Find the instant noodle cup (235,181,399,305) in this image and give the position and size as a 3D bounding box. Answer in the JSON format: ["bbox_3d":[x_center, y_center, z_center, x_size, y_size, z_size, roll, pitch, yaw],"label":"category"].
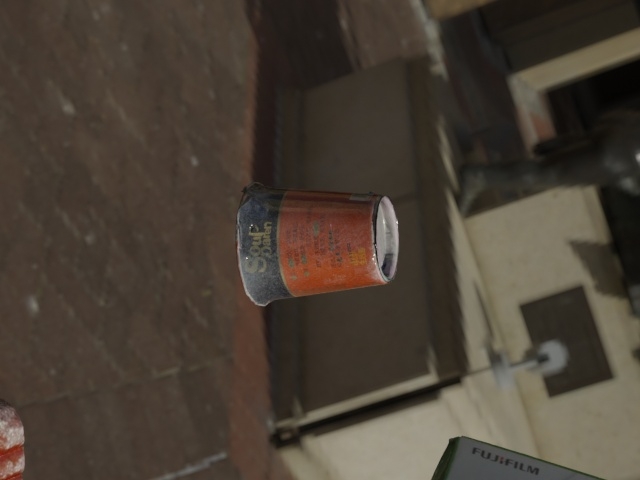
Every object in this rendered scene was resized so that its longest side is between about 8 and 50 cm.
[{"bbox_3d":[0.001,0.001,1.413,0.127,0.136,0.127,-3,90,-72],"label":"instant noodle cup"}]

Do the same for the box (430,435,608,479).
[{"bbox_3d":[0.126,0.235,0.862,0.250,0.180,0.103,-59,163,-62],"label":"box"}]

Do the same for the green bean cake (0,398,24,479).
[{"bbox_3d":[-0.281,0.166,1.085,0.056,0.135,0.135,-14,119,-52],"label":"green bean cake"}]
